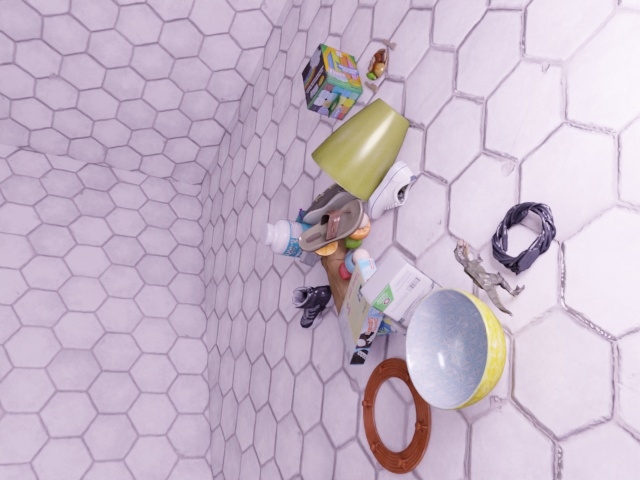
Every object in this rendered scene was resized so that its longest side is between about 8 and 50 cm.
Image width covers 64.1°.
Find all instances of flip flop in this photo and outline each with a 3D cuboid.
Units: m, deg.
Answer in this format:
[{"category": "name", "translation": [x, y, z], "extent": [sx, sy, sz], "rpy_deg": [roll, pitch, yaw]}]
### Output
[{"category": "flip flop", "translation": [0.030, -0.052, 1.748], "extent": [0.276, 0.080, 0.112], "rpy_deg": [-28, 56, 20]}]

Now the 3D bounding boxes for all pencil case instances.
[{"category": "pencil case", "translation": [-0.099, -0.069, 2.331], "extent": [0.070, 0.064, 0.152], "rpy_deg": [51, 129, 24]}]

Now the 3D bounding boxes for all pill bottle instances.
[{"category": "pill bottle", "translation": [-0.113, -0.005, 2.121], "extent": [0.146, 0.263, 0.147], "rpy_deg": [-30, 55, 56]}]

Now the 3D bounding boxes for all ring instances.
[{"category": "ring", "translation": [0.218, 0.532, 1.567], "extent": [0.336, 0.032, 0.337], "rpy_deg": [-32, 53, 55]}]

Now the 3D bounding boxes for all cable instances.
[{"category": "cable", "translation": [0.490, -0.017, 1.236], "extent": [0.151, 0.047, 0.185], "rpy_deg": [-110, 37, -52]}]

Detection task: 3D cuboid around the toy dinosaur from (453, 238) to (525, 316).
[{"category": "toy dinosaur", "translation": [0.418, 0.101, 1.241], "extent": [0.064, 0.118, 0.268], "rpy_deg": [-64, 32, 28]}]

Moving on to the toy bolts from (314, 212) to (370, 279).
[{"category": "toy bolts", "translation": [0.089, 0.018, 1.781], "extent": [0.158, 0.218, 0.229], "rpy_deg": [114, 143, -63]}]

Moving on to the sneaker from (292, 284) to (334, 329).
[{"category": "sneaker", "translation": [-0.055, 0.260, 2.041], "extent": [0.269, 0.152, 0.101], "rpy_deg": [-55, 36, 39]}]

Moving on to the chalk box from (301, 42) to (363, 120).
[{"category": "chalk box", "translation": [0.051, -0.634, 2.124], "extent": [0.180, 0.179, 0.289], "rpy_deg": [-46, 44, 46]}]

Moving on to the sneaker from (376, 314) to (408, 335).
[{"category": "sneaker", "translation": [0.218, 0.265, 1.617], "extent": [0.240, 0.091, 0.126], "rpy_deg": [-129, 42, -64]}]

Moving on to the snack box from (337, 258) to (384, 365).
[{"category": "snack box", "translation": [0.129, 0.235, 1.649], "extent": [0.187, 0.060, 0.322], "rpy_deg": [-104, 20, -44]}]

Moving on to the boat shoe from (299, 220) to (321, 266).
[{"category": "boat shoe", "translation": [0.000, 0.000, 2.040], "extent": [0.228, 0.081, 0.079], "rpy_deg": [-62, -1, 1]}]

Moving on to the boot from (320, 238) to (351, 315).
[{"category": "boot", "translation": [0.089, 0.107, 1.903], "extent": [0.270, 0.089, 0.236], "rpy_deg": [-109, 27, -45]}]

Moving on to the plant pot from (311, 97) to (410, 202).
[{"category": "plant pot", "translation": [0.163, -0.329, 1.761], "extent": [0.294, 0.274, 0.275], "rpy_deg": [-51, 36, 16]}]

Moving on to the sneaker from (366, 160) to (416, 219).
[{"category": "sneaker", "translation": [0.233, -0.144, 1.707], "extent": [0.091, 0.094, 0.258], "rpy_deg": [53, 144, 22]}]

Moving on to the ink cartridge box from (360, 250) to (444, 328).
[{"category": "ink cartridge box", "translation": [0.240, 0.149, 1.431], "extent": [0.153, 0.208, 0.087], "rpy_deg": [-51, 31, 8]}]

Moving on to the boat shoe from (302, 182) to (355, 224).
[{"category": "boat shoe", "translation": [0.030, -0.150, 2.076], "extent": [0.305, 0.109, 0.091], "rpy_deg": [-32, 53, 47]}]

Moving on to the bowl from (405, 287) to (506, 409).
[{"category": "bowl", "translation": [0.358, 0.267, 1.256], "extent": [0.289, 0.155, 0.290], "rpy_deg": [-31, 53, 55]}]

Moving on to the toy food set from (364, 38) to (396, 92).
[{"category": "toy food set", "translation": [0.216, -0.681, 1.972], "extent": [0.192, 0.038, 0.132], "rpy_deg": [-67, 30, 23]}]
